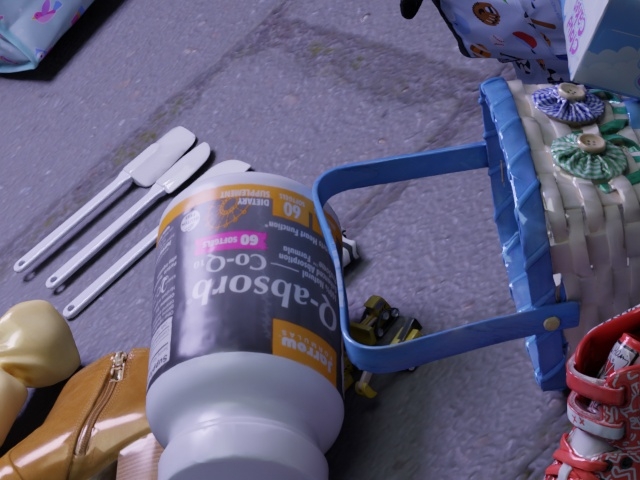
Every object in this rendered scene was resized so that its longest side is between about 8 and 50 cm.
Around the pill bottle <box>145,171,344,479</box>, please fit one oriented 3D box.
[{"bbox_3d":[-0.060,0.094,1.510,0.162,0.162,0.278,-19,48,21],"label":"pill bottle"}]

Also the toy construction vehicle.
[{"bbox_3d":[0.043,0.088,1.565,0.086,0.035,0.098,15,56,48],"label":"toy construction vehicle"}]

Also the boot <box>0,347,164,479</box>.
[{"bbox_3d":[-0.235,0.196,1.606,0.295,0.104,0.211,-16,30,9],"label":"boot"}]

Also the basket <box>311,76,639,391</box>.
[{"bbox_3d":[0.145,-0.009,1.442,0.289,0.201,0.254,-16,36,1],"label":"basket"}]

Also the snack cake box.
[{"bbox_3d":[0.329,-0.166,1.467,0.264,0.089,0.152,14,39,-8],"label":"snack cake box"}]

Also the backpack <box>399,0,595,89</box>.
[{"bbox_3d":[0.254,-0.257,1.675,0.263,0.213,0.276,4,54,53],"label":"backpack"}]

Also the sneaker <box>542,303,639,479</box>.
[{"bbox_3d":[0.181,0.153,1.270,0.270,0.145,0.090,-39,34,-9],"label":"sneaker"}]

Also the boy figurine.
[{"bbox_3d":[-0.335,0.174,1.717,0.177,0.092,0.285,-8,37,52],"label":"boy figurine"}]

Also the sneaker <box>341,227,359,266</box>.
[{"bbox_3d":[0.000,0.000,1.718,0.044,0.040,0.109,-23,35,-15],"label":"sneaker"}]

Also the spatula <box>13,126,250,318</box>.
[{"bbox_3d":[-0.200,-0.023,1.927,0.242,0.019,0.168,-43,40,-12],"label":"spatula"}]

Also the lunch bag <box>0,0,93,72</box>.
[{"bbox_3d":[-0.396,-0.328,2.350,0.262,0.160,0.223,1,48,56],"label":"lunch bag"}]
